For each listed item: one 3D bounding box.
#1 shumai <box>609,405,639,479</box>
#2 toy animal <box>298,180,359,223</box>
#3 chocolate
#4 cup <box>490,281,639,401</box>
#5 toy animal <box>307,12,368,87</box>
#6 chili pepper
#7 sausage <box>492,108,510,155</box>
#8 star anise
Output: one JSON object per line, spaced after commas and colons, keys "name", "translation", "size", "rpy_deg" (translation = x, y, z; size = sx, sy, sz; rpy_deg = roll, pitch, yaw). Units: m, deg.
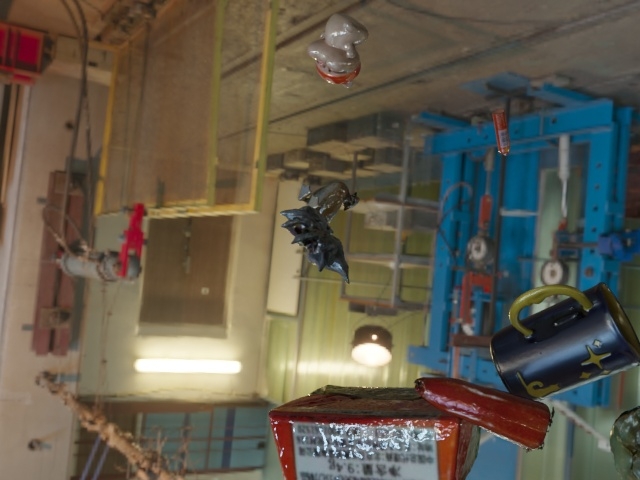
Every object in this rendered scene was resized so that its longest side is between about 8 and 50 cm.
{"name": "shumai", "translation": [0.485, 0.385, 0.776], "size": [0.324, 0.323, 0.397], "rpy_deg": [40, 159, -21]}
{"name": "toy animal", "translation": [0.011, -0.081, 1.836], "size": [0.179, 0.188, 0.089], "rpy_deg": [12, -146, -48]}
{"name": "chocolate", "translation": [0.122, 0.374, 1.320], "size": [0.360, 0.162, 0.341], "rpy_deg": [-4, 176, 20]}
{"name": "cup", "translation": [0.468, 0.181, 1.386], "size": [0.256, 0.255, 0.178], "rpy_deg": [-29, -171, 26]}
{"name": "toy animal", "translation": [0.056, -0.572, 2.065], "size": [0.171, 0.198, 0.171], "rpy_deg": [16, -155, -8]}
{"name": "chili pepper", "translation": [0.200, 0.210, 0.881], "size": [0.169, 0.065, 0.088], "rpy_deg": [20, 157, 4]}
{"name": "sausage", "translation": [0.473, -0.277, 1.789], "size": [0.034, 0.129, 0.034], "rpy_deg": [-15, -151, 8]}
{"name": "star anise", "translation": [0.000, 0.000, 1.347], "size": [0.180, 0.061, 0.204], "rpy_deg": [45, -164, -15]}
